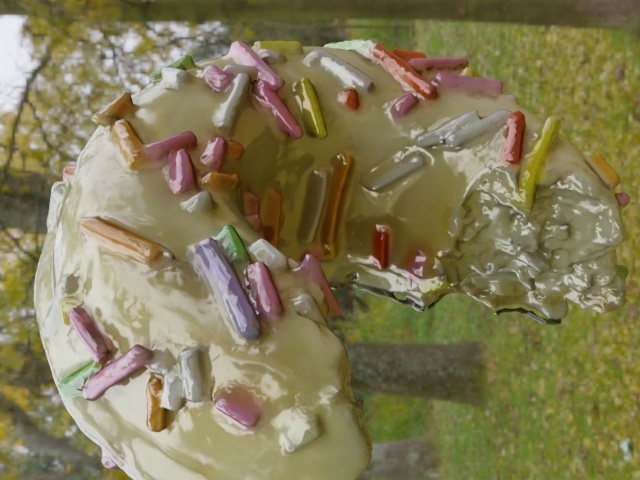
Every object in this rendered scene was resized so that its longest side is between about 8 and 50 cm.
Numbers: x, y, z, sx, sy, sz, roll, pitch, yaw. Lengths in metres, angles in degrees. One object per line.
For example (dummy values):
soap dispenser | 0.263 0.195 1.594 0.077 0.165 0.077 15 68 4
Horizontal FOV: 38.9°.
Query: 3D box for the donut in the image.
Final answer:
donut | 0.001 -0.007 0.557 0.371 0.307 0.150 -30 -36 -37
